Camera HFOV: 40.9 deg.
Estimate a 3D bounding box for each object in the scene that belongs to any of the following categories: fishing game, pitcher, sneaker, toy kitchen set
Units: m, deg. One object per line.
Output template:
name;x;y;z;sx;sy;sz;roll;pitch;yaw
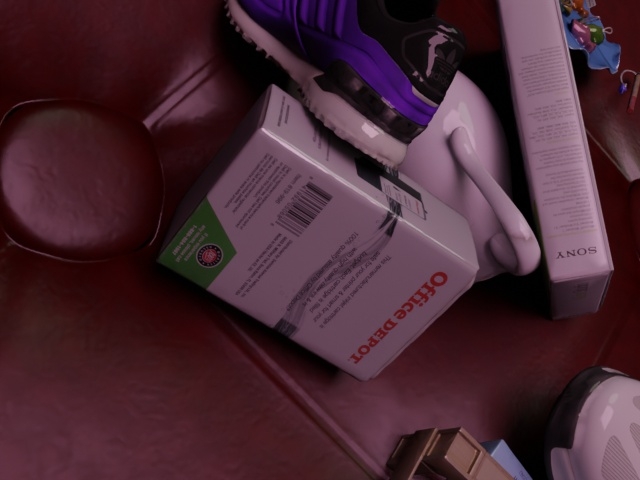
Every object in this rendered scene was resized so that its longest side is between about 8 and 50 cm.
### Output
fishing game;0.299;-0.274;1.003;0.264;0.041;0.189;49;35;-6
pitcher;0.129;-0.058;0.783;0.125;0.178;0.207;-24;88;-10
sneaker;0.027;-0.190;0.721;0.102;0.146;0.293;21;23;-43
sneaker;0.407;0.281;0.746;0.447;0.257;0.169;48;69;-15
toy kitchen set;0.102;0.211;0.731;0.075;0.083;0.068;45;58;-12

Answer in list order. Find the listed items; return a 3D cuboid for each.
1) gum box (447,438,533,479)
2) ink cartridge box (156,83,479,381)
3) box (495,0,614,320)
gum box;0.145;0.296;0.752;0.184;0.041;0.157;-40;95;-34
ink cartridge box;0.000;0.000;0.694;0.208;0.153;0.087;33;29;-17
box;0.221;-0.097;0.834;0.058;0.232;0.322;-9;75;13
